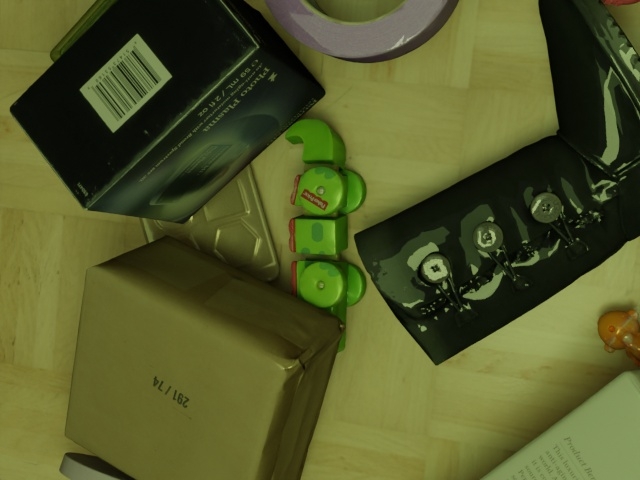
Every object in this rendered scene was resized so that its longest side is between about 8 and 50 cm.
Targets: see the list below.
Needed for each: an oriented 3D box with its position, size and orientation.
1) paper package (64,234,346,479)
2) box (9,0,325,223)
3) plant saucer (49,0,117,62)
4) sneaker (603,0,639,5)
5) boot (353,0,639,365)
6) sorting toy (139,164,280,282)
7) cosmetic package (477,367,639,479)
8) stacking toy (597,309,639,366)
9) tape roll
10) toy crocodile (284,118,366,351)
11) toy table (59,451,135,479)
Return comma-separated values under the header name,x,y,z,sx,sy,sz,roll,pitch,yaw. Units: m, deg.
name,x,y,z,sx,sy,sz,roll,pitch,yaw
paper package,-0.166,0.196,1.356,0.325,0.168,0.309,25,117,21
box,-0.184,-0.184,1.304,0.296,0.294,0.183,-41,78,11
plant saucer,-0.299,-0.277,1.470,0.188,0.045,0.188,-43,84,14
sneaker,0.371,-0.414,1.188,0.112,0.121,0.299,10,64,-13
boot,0.237,-0.093,1.307,0.445,0.146,0.367,-32,85,20
sorting toy,-0.170,-0.019,1.469,0.193,0.038,0.208,-16,86,16
cosmetic package,0.306,0.374,1.229,0.453,0.161,0.230,-45,63,29
stacking toy,0.486,0.190,1.266,0.302,0.166,0.175,37,112,21
tape roll,0.055,-0.377,1.310,0.275,0.090,0.275,1,95,14
toy crocodile,0.000,0.000,1.383,0.105,0.115,0.340,1,93,20
toy table,-0.270,0.429,1.445,0.274,0.252,0.161,13,81,23
